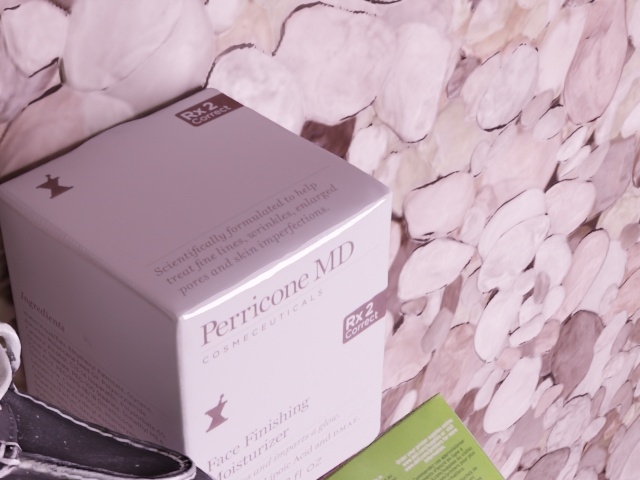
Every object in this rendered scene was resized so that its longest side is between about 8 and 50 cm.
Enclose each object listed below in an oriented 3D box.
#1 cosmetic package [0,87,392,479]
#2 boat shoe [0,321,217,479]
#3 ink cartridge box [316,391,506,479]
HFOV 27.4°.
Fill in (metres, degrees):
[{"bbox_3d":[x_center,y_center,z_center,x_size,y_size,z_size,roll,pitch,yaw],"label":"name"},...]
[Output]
[{"bbox_3d":[-0.066,0.043,0.728,0.151,0.151,0.184,-31,138,-34],"label":"cosmetic package"},{"bbox_3d":[-0.179,0.078,0.579,0.306,0.113,0.105,13,98,-13],"label":"boat shoe"},{"bbox_3d":[0.005,0.242,1.044,0.188,0.097,0.255,-32,173,-32],"label":"ink cartridge box"}]
